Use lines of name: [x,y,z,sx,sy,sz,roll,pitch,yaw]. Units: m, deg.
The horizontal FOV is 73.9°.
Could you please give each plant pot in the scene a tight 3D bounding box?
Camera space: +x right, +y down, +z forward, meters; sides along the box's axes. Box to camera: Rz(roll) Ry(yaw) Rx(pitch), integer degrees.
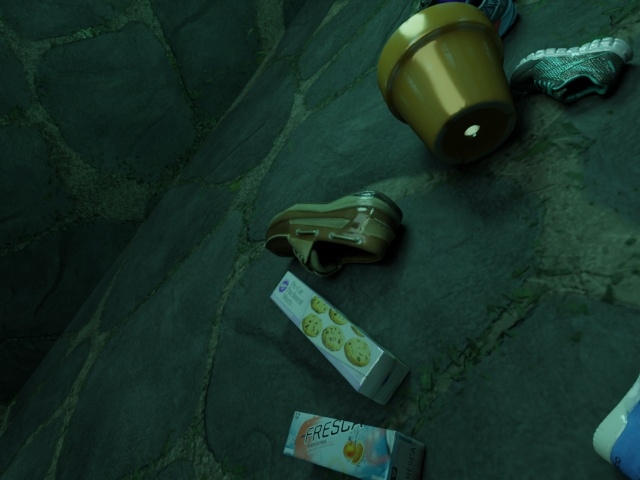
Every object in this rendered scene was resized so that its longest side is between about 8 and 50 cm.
plant pot: [0.213,-0.234,0.688,0.205,0.205,0.188,-33,52,30]

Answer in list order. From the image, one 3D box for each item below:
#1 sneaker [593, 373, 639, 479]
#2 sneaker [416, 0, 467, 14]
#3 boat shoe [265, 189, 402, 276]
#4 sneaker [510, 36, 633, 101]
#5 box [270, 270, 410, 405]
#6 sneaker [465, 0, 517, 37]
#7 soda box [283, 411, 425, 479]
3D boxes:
sneaker: [0.293,0.131,0.330,0.152,0.058,0.084,-57,25,2]
sneaker: [0.259,-0.522,0.937,0.293,0.146,0.102,-18,46,43]
boat shoe: [0.000,0.000,0.793,0.324,0.122,0.120,-13,52,47]
sneaker: [0.350,-0.237,0.621,0.166,0.065,0.076,9,71,57]
box: [0.012,0.140,0.688,0.067,0.063,0.324,-54,31,-3]
sneaker: [0.257,-0.389,0.829,0.262,0.125,0.104,-53,31,0]
soda box: [0.036,0.263,0.536,0.183,0.063,0.058,-15,49,46]
